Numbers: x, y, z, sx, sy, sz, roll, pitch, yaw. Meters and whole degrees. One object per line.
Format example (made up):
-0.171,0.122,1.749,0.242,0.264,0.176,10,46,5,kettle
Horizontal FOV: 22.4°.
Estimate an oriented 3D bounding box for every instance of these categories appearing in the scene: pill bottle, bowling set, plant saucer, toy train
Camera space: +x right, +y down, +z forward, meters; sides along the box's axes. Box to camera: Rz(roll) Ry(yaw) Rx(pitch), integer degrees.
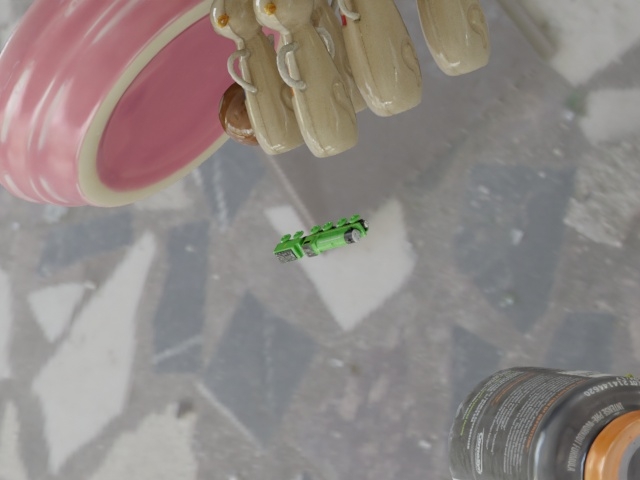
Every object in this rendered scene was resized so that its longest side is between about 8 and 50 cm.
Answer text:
0.189,0.158,1.153,0.245,0.130,0.130,172,112,-75,pill bottle
-0.020,-0.154,1.197,0.199,0.287,0.154,-13,102,32,bowling set
-0.136,-0.147,1.375,0.084,0.332,0.332,45,102,17,plant saucer
0.000,0.000,1.179,0.083,0.017,0.024,-15,30,38,toy train

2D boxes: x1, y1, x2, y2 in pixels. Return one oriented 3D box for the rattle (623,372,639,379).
0.277,0.183,1.367,0.130,0.199,0.143,-7,87,-16,rattle
